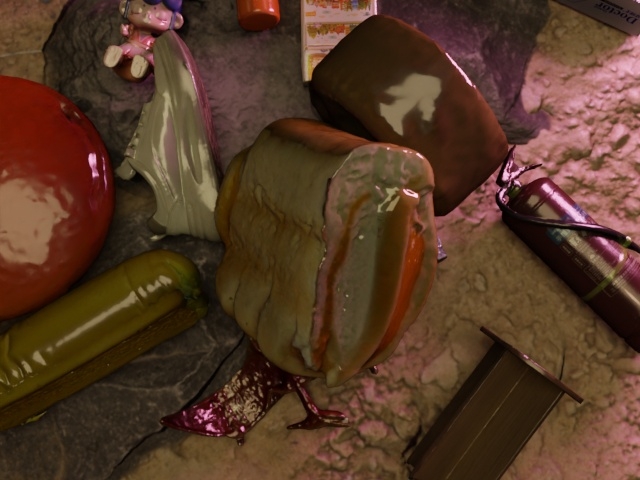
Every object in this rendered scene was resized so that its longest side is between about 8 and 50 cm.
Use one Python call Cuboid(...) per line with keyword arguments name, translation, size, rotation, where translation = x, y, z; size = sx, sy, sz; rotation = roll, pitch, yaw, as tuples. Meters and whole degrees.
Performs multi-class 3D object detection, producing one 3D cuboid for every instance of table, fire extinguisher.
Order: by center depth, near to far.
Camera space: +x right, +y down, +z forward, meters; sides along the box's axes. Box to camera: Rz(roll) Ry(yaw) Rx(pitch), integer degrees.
Cuboid(name="table", translation=(0.226, 0.257, 1.140), size=(0.167, 0.167, 0.227), rotation=(37, 91, 6))
Cuboid(name="fire extinguisher", translation=(0.381, 0.001, 1.204), size=(0.341, 0.105, 0.141), rotation=(46, 54, 7))

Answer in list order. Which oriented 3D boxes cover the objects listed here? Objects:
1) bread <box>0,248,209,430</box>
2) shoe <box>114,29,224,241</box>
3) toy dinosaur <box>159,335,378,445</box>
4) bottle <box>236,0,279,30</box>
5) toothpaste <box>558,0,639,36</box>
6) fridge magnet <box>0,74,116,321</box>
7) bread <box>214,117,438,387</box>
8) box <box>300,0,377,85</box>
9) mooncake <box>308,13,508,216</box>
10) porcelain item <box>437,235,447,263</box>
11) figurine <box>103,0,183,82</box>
Cuboid(name="bread", translation=(-0.338, 0.134, 1.147), size=(0.383, 0.166, 0.112), rotation=(-31, 71, -4))
Cuboid(name="shoe", translation=(-0.233, -0.138, 1.210), size=(0.159, 0.124, 0.316), rotation=(-15, 88, 2))
Cuboid(name="toy dinosaur", translation=(-0.058, 0.183, 1.164), size=(0.327, 0.113, 0.207), rotation=(-4, 79, 2))
Cuboid(name="bottle", translation=(-0.107, -0.426, 1.289), size=(0.069, 0.069, 0.187), rotation=(-9, 79, -1))
Cuboid(name="toothpaste", translation=(0.378, -0.425, 1.280), size=(0.313, 0.089, 0.071), rotation=(26, 74, 5))
Cuboid(name="fridge magnet", translation=(-0.473, -0.061, 1.182), size=(0.363, 0.155, 0.364), rotation=(0, 80, 0))
Cuboid(name="bread", translation=(0.000, 0.000, 1.061), size=(0.210, 0.341, 0.300), rotation=(6, 100, -33))
Cuboid(name="box", translation=(0.029, -0.352, 1.293), size=(0.122, 0.032, 0.220), rotation=(-1, 81, 0))
Cuboid(name="mooncake", translation=(0.113, -0.163, 1.137), size=(0.155, 0.284, 0.284), rotation=(-43, 83, -2))
Cuboid(name="porcelain item", translation=(0.160, -0.005, 1.235), size=(0.036, 0.028, 0.083), rotation=(-32, 77, 29))
Cuboid(name="figurine", translation=(-0.271, -0.336, 1.260), size=(0.111, 0.102, 0.195), rotation=(23, 84, -9))
